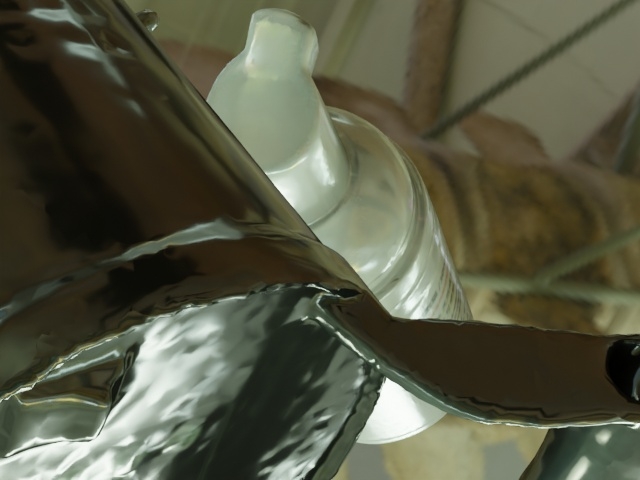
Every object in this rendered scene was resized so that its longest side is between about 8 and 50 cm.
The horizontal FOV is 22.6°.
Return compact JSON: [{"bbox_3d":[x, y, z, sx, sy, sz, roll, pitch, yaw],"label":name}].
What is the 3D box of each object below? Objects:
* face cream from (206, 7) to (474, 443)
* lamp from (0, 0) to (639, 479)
[{"bbox_3d":[0.000,0.000,0.985,0.145,0.145,0.370,37,169,28],"label":"face cream"},{"bbox_3d":[-0.112,0.005,0.506,0.374,0.205,0.272,0,-132,-25],"label":"lamp"}]
